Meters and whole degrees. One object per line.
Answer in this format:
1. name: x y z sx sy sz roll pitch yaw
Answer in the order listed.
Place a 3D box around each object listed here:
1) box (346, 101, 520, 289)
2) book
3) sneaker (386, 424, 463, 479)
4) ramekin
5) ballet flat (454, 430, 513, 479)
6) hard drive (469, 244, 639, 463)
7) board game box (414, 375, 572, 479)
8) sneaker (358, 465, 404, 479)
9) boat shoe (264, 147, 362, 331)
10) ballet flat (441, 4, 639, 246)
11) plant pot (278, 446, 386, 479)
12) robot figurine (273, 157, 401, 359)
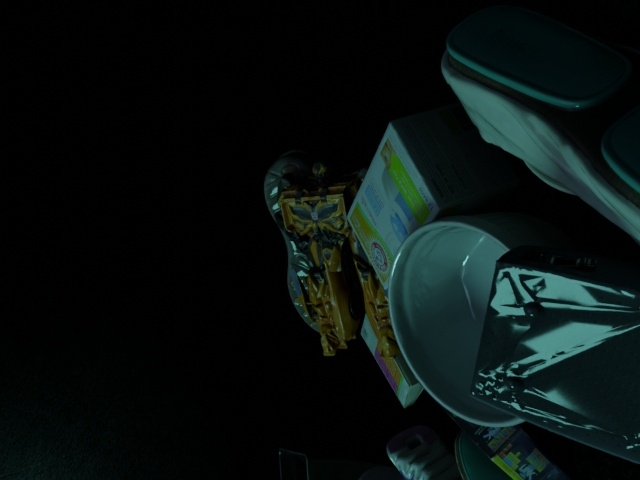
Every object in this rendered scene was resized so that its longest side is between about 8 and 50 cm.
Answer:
1. box: 0.118 -0.044 0.825 0.114 0.103 0.203 64 158 20
2. book: 0.109 0.181 1.140 0.144 0.035 0.096 59 159 28
3. sneaker: 0.185 0.366 1.045 0.236 0.095 0.104 37 148 63
4. ramekin: 0.176 0.068 0.719 0.207 0.109 0.207 25 123 46
5. ballet flat: 0.235 0.333 0.916 0.206 0.073 0.067 59 171 36
6. hard drive: 0.247 0.095 0.532 0.255 0.054 0.172 17 133 19
7. board game box: 0.196 0.213 0.822 0.170 0.048 0.141 45 179 -42
8. sneaker: 0.158 0.566 1.199 0.366 0.137 0.210 55 151 28
9. boat shoe: 0.000 0.000 1.169 0.116 0.123 0.324 -77 -22 -62
10. ballet flat: 0.232 -0.063 0.534 0.400 0.139 0.139 -129 28 -50
11. plant pot: 0.030 0.481 1.367 0.187 0.167 0.188 148 118 -68
12. robot figurine: 0.035 0.026 1.031 0.211 0.085 0.291 -4 114 34
